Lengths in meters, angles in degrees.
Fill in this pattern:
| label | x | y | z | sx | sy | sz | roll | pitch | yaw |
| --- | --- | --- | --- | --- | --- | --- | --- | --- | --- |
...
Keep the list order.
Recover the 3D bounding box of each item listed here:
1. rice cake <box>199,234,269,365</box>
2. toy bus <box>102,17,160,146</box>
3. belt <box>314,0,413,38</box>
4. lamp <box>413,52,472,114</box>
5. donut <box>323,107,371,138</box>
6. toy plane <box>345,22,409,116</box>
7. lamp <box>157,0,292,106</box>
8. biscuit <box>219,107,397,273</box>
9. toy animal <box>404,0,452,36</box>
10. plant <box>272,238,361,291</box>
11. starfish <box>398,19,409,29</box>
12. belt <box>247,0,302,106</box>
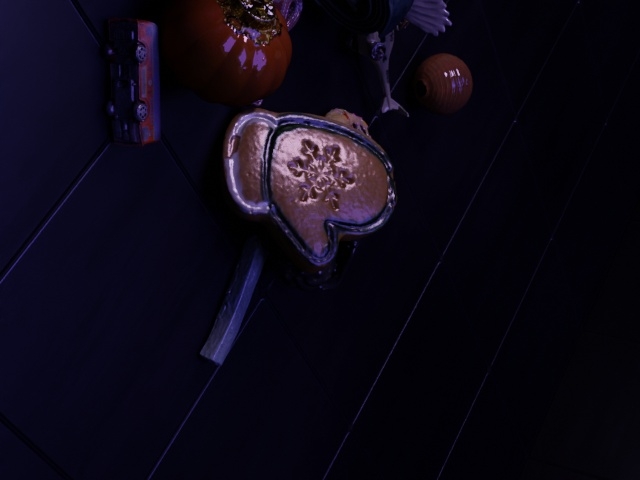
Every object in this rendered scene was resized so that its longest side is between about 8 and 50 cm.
| label | x | y | z | sx | sy | sz | roll | pitch | yaw |
| --- | --- | --- | --- | --- | --- | --- | --- | --- | --- |
| rice cake | -0.153 | 0.108 | 1.841 | 0.045 | 0.042 | 0.245 | 42 | 64 | -55 |
| toy bus | -0.283 | -0.241 | 1.544 | 0.077 | 0.065 | 0.192 | -27 | 121 | -62 |
| belt | 0.070 | -0.490 | 1.846 | 0.116 | 0.206 | 0.267 | -51 | 127 | -26 |
| lamp | 0.271 | -0.346 | 2.252 | 0.136 | 0.136 | 0.136 | -20 | 115 | -52 |
| donut | 0.045 | -0.178 | 2.027 | 0.174 | 0.068 | 0.175 | -20 | 116 | -51 |
| toy plane | 0.122 | -0.373 | 2.044 | 0.108 | 0.092 | 0.286 | -29 | 127 | -25 |
| lamp | -0.149 | -0.316 | 1.595 | 0.223 | 0.196 | 0.223 | 22 | 51 | -29 |
| biscuit | -0.017 | -0.088 | 1.796 | 0.343 | 0.057 | 0.287 | 12 | 70 | -23 |
| toy animal | 0.183 | -0.577 | 1.885 | 0.302 | 0.284 | 0.225 | 19 | 51 | -26 |
| plant | 0.000 | 0.000 | 1.920 | 0.256 | 0.142 | 0.164 | -55 | 172 | -52 |
| starfish | 0.159 | -0.505 | 2.106 | 0.190 | 0.074 | 0.146 | -37 | 122 | -47 |
| belt | -0.097 | -0.346 | 1.791 | 0.071 | 0.053 | 0.232 | 45 | 61 | -57 |
